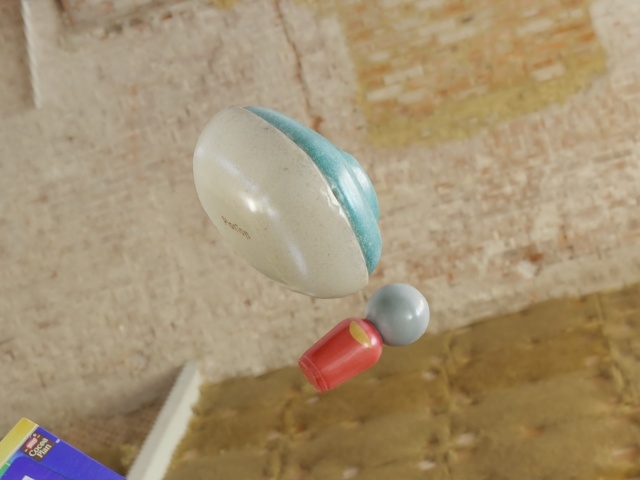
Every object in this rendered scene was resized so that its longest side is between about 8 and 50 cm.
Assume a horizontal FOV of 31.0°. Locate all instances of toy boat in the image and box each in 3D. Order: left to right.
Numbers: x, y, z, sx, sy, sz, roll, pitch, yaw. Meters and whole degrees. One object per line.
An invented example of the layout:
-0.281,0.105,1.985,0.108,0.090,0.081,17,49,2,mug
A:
0.000,0.000,1.135,0.148,0.318,0.267,-34,-149,-15,toy boat

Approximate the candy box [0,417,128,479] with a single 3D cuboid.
-0.237,0.360,1.094,0.317,0.122,0.268,27,-126,14,candy box
